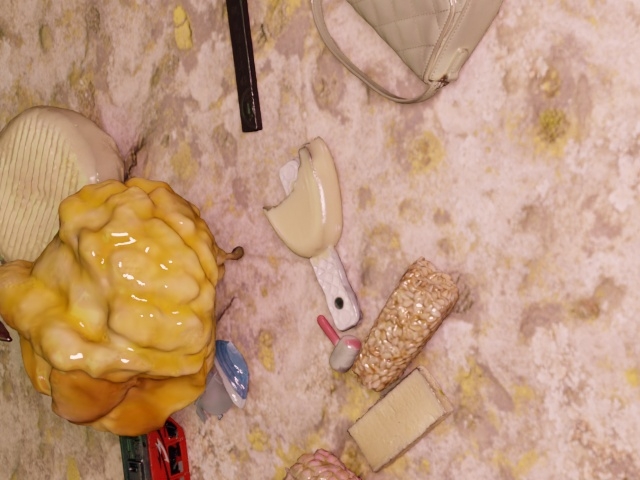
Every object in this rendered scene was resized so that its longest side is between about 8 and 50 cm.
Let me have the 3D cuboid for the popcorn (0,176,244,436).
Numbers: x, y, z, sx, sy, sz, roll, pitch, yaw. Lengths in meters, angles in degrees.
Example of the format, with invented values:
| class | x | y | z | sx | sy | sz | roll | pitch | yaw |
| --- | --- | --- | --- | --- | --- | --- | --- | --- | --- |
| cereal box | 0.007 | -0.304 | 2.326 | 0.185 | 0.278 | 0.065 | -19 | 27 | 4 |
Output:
| class | x | y | z | sx | sy | sz | roll | pitch | yaw |
| --- | --- | --- | --- | --- | --- | --- | --- | --- | --- |
| popcorn | -0.293 | 0.080 | 1.447 | 0.349 | 0.381 | 0.349 | -179 | 90 | -82 |

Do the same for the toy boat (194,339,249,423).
| class | x | y | z | sx | sy | sz | roll | pitch | yaw |
| --- | --- | --- | --- | --- | --- | --- | --- | --- | --- |
| toy boat | -0.143 | 0.214 | 1.547 | 0.105 | 0.034 | 0.149 | 39 | 119 | 40 |

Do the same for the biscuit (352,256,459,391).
| class | x | y | z | sx | sy | sz | roll | pitch | yaw |
| --- | --- | --- | --- | --- | --- | --- | --- | --- | --- |
| biscuit | 0.096 | 0.101 | 1.272 | 0.070 | 0.082 | 0.168 | 37 | 120 | 12 |

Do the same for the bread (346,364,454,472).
| class | x | y | z | sx | sy | sz | roll | pitch | yaw |
| --- | --- | --- | --- | --- | --- | --- | --- | --- | --- |
| bread | 0.095 | 0.217 | 1.321 | 0.154 | 0.028 | 0.068 | -49 | 62 | 36 |

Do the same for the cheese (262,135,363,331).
| class | x | y | z | sx | sy | sz | roll | pitch | yaw |
| --- | --- | --- | --- | --- | --- | --- | --- | --- | --- |
| cheese | -0.001 | 0.000 | 1.370 | 0.127 | 0.049 | 0.235 | -34 | 73 | 39 |

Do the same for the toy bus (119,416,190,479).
| class | x | y | z | sx | sy | sz | roll | pitch | yaw |
| --- | --- | --- | --- | --- | --- | --- | --- | --- | --- |
| toy bus | -0.249 | 0.318 | 1.627 | 0.081 | 0.089 | 0.195 | -5 | 92 | 46 |

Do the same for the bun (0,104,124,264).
| class | x | y | z | sx | sy | sz | roll | pitch | yaw |
| --- | --- | --- | --- | --- | --- | --- | --- | --- | --- |
| bun | -0.391 | -0.067 | 1.679 | 0.287 | 0.146 | 0.287 | 5 | 100 | 33 |

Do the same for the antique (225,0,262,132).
| class | x | y | z | sx | sy | sz | roll | pitch | yaw |
| --- | --- | --- | --- | --- | --- | --- | --- | --- | --- |
| antique | -0.102 | -0.241 | 1.461 | 0.031 | 0.015 | 0.192 | -7 | 91 | 44 |

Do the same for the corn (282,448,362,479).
| class | x | y | z | sx | sy | sz | roll | pitch | yaw |
| --- | --- | --- | --- | --- | --- | --- | --- | --- | --- |
| corn | 0.071 | 0.381 | 1.312 | 0.335 | 0.126 | 0.127 | 47 | 125 | 34 |

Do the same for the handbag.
| class | x | y | z | sx | sy | sz | roll | pitch | yaw |
| --- | --- | --- | --- | --- | --- | --- | --- | --- | --- |
| handbag | 0.078 | -0.275 | 1.240 | 0.256 | 0.079 | 0.219 | 52 | 131 | 28 |

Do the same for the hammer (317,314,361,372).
| class | x | y | z | sx | sy | sz | roll | pitch | yaw |
| --- | --- | --- | --- | --- | --- | --- | --- | --- | --- |
| hammer | 0.018 | 0.126 | 1.385 | 0.083 | 0.031 | 0.052 | 52 | 124 | 34 |
